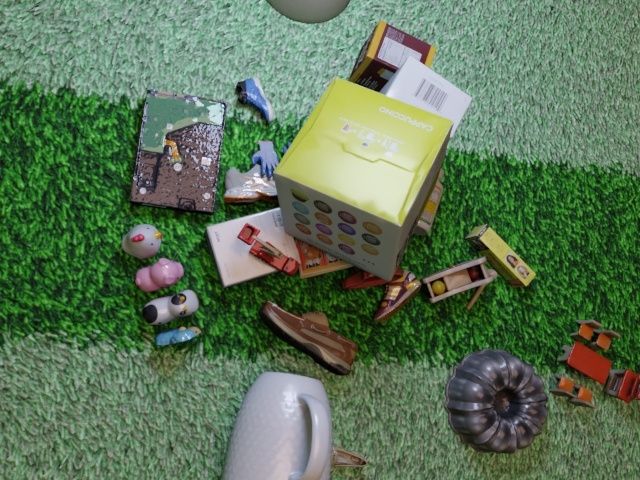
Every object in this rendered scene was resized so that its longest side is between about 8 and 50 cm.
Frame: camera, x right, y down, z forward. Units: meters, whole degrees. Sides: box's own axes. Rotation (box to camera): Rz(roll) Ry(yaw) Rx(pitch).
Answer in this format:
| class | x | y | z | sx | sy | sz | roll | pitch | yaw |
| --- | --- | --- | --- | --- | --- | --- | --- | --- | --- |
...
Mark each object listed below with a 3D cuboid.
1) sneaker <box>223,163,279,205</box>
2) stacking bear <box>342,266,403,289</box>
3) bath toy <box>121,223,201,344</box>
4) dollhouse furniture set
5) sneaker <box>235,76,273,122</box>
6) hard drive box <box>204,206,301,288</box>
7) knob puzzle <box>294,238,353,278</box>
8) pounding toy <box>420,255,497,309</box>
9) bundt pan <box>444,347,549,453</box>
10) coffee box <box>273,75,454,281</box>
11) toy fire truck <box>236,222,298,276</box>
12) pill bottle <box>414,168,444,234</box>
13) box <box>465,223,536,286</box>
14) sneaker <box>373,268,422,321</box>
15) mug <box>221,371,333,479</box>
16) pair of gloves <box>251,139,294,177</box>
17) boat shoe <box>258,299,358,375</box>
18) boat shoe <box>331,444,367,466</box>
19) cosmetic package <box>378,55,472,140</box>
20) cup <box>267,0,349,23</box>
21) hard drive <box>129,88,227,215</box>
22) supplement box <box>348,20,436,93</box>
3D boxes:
| class | x | y | z | sx | sy | sz | roll | pitch | yaw |
| --- | --- | --- | --- | --- | --- | --- | --- | --- | --- |
| sneaker | -0.156 | -0.175 | 1.709 | 0.263 | 0.099 | 0.120 | -3 | 78 | -16 |
| stacking bear | 0.140 | -0.016 | 1.730 | 0.164 | 0.175 | 0.288 | -2 | 73 | -33 |
| bath toy | -0.435 | 0.113 | 1.578 | 0.152 | 0.129 | 0.347 | -20 | 87 | -16 |
| dollhouse furniture set | 0.909 | 0.419 | 1.864 | 0.259 | 0.135 | 0.261 | 29 | 76 | -8 |
| sneaker | -0.205 | -0.418 | 1.747 | 0.085 | 0.058 | 0.152 | -20 | 83 | -22 |
| hard drive box | -0.196 | 0.020 | 1.670 | 0.232 | 0.089 | 0.180 | -16 | 86 | -16 |
| knob puzzle | 0.000 | 0.000 | 1.695 | 0.213 | 0.030 | 0.212 | -4 | 81 | 26 |
| pounding toy | 0.451 | 0.144 | 1.781 | 0.270 | 0.154 | 0.154 | -19 | 87 | -15 |
| bundt pan | 0.555 | 0.496 | 1.772 | 0.331 | 0.124 | 0.330 | 2 | 81 | -13 |
| coffee box | 0.113 | -0.158 | 1.530 | 0.338 | 0.334 | 0.338 | 24 | 67 | 13 |
| toy fire truck | -0.138 | 0.030 | 1.567 | 0.192 | 0.135 | 0.047 | 32 | 76 | -8 |
| pill bottle | 0.314 | -0.132 | 1.806 | 0.118 | 0.117 | 0.208 | 22 | 78 | -10 |
| box | 0.579 | 0.050 | 1.863 | 0.232 | 0.087 | 0.058 | 44 | 77 | -6 |
| sneaker | 0.220 | 0.169 | 1.772 | 0.185 | 0.069 | 0.084 | -40 | 67 | -9 |
| mug | -0.080 | 0.514 | 1.484 | 0.277 | 0.374 | 0.327 | 17 | 68 | -22 |
| pair of gloves | -0.111 | -0.243 | 1.725 | 0.198 | 0.023 | 0.159 | 3 | 49 | -21 |
| boat shoe | -0.029 | 0.263 | 1.671 | 0.324 | 0.123 | 0.119 | 38 | 70 | -15 |
| boat shoe | 0.059 | 0.626 | 1.666 | 0.153 | 0.048 | 0.056 | 17 | 78 | -11 |
| cosmetic package | 0.237 | -0.337 | 1.678 | 0.217 | 0.385 | 0.156 | 32 | 71 | -5 |
| cup | -0.021 | -0.879 | 1.771 | 0.332 | 0.237 | 0.330 | 2 | 81 | -14 |
| hard drive | -0.406 | -0.254 | 1.672 | 0.237 | 0.064 | 0.338 | 7 | 81 | -13 |
| supplement box | 0.220 | -0.547 | 1.804 | 0.194 | 0.191 | 0.129 | 23 | 77 | -11 |
